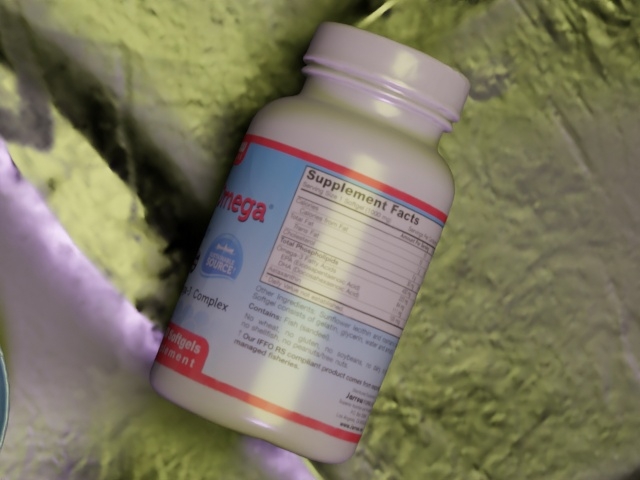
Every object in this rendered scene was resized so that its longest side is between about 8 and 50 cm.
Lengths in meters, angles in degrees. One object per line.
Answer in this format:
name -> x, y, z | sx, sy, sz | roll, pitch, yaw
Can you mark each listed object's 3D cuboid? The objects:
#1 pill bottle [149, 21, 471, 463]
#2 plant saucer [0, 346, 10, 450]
pill bottle -> 0.000, 0.000, 0.751 | 0.087, 0.087, 0.160 | 22, 87, -18
plant saucer -> -0.180, 0.061, 0.733 | 0.119, 0.021, 0.119 | -2, 95, -17
